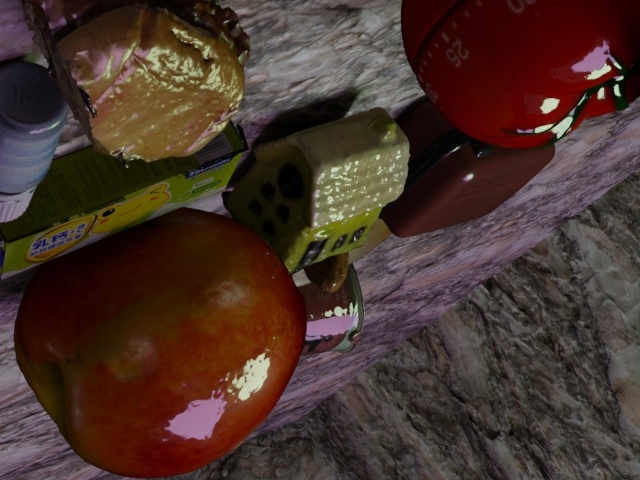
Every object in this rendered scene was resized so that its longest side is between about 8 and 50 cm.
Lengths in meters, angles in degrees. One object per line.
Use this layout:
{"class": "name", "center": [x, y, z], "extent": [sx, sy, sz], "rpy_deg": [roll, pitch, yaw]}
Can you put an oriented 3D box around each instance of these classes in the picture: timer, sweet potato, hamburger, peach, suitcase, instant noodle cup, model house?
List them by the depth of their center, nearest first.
{"class": "hamburger", "center": [-0.163, -0.171, 1.094], "extent": [0.245, 0.155, 0.282], "rpy_deg": [-28, 162, -27]}
{"class": "timer", "center": [0.273, -0.278, 1.379], "extent": [0.378, 0.279, 0.378], "rpy_deg": [-30, 168, -7]}
{"class": "peach", "center": [-0.203, 0.127, 1.616], "extent": [0.388, 0.388, 0.388], "rpy_deg": [-29, 166, -8]}
{"class": "model house", "center": [0.000, -0.094, 1.725], "extent": [0.193, 0.175, 0.234], "rpy_deg": [-19, 151, -38]}
{"class": "sweet potato", "center": [0.000, 0.000, 1.884], "extent": [0.097, 0.251, 0.097], "rpy_deg": [-5, 129, -7]}
{"class": "suitcase", "center": [0.226, -0.131, 2.020], "extent": [0.297, 0.161, 0.236], "rpy_deg": [-16, 159, -47]}
{"class": "instant noodle cup", "center": [-0.053, 0.108, 2.174], "extent": [0.178, 0.234, 0.235], "rpy_deg": [-12, 159, -27]}

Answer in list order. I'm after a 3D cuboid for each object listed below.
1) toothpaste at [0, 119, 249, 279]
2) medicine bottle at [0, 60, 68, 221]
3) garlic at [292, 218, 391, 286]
{"class": "toothpaste", "center": [-0.248, -0.063, 1.446], "extent": [0.327, 0.077, 0.110], "rpy_deg": [-24, 166, -27]}
{"class": "medicine bottle", "center": [-0.309, -0.091, 1.209], "extent": [0.083, 0.083, 0.203], "rpy_deg": [-22, 163, -33]}
{"class": "garlic", "center": [0.007, -0.013, 2.056], "extent": [0.318, 0.112, 0.143], "rpy_deg": [-21, 124, -19]}
